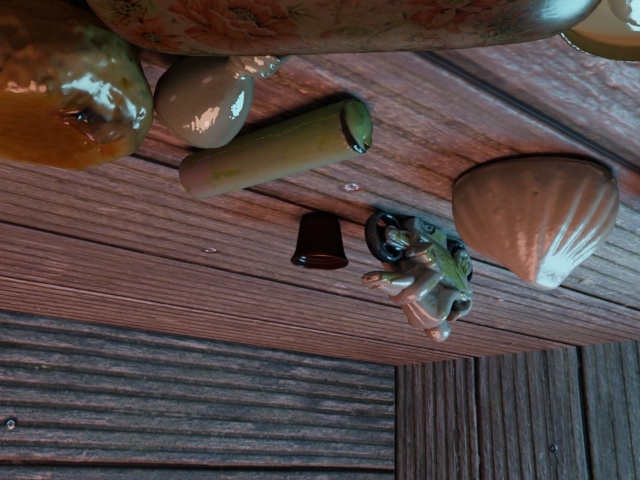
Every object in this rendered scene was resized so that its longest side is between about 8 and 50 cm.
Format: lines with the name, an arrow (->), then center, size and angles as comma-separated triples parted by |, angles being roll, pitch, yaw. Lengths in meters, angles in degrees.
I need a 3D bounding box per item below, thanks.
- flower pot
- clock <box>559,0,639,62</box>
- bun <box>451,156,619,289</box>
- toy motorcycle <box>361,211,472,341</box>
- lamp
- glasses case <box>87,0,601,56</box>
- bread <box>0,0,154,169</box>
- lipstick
flower pot -> 0.000, 0.000, 1.264 | 0.111, 0.089, 0.111 | 2, 163, 1
clock -> 0.331, -0.228, 0.604 | 0.235, 0.029, 0.235 | 2, 163, 1
bun -> 0.338, -0.010, 1.066 | 0.263, 0.175, 0.263 | 3, 162, 1
toy motorcycle -> 0.195, 0.075, 1.273 | 0.108, 0.222, 0.341 | -17, 152, 39
lamp -> -0.104, -0.172, 0.729 | 0.106, 0.106, 0.193 | 15, 148, -37
glasses case -> 0.016, -0.218, 0.551 | 0.425, 0.098, 0.156 | 0, 164, 7
bread -> -0.289, -0.166, 0.699 | 0.244, 0.134, 0.244 | -1, 163, 0
lipstick -> -0.066, -0.119, 0.921 | 0.304, 0.076, 0.076 | -12, 158, 37
